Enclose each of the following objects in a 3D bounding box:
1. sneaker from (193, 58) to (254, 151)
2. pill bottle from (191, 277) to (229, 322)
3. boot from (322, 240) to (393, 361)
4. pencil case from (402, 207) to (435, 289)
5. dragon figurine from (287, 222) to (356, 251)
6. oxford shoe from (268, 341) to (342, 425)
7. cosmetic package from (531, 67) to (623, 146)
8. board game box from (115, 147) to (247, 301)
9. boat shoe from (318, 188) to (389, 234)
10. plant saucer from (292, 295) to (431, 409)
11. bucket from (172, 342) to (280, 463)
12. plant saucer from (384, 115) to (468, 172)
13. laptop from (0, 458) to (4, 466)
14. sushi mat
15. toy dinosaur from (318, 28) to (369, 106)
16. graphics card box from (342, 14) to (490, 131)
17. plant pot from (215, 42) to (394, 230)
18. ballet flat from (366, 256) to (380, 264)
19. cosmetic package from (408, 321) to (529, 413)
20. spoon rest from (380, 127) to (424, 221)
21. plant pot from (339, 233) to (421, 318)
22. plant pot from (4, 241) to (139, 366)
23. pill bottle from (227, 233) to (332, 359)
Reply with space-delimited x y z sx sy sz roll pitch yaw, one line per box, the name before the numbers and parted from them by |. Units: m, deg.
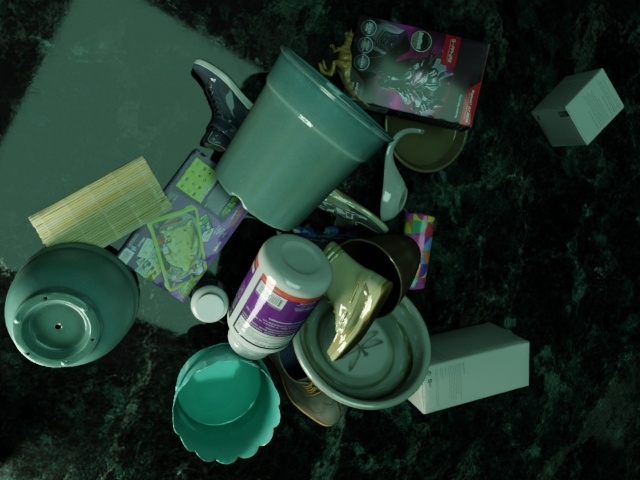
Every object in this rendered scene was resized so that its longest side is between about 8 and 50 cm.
sneaker | -0.269 -0.330 1.291 0.226 0.086 0.163 44 80 -19
pill bottle | -0.283 0.155 1.301 0.094 0.169 0.094 -1 95 -13
boot | 0.039 0.155 1.288 0.203 0.095 0.262 37 115 20
pencil case | 0.279 0.027 1.516 0.104 0.104 0.237 7 92 -19
dragon figurine | 0.000 0.000 1.363 0.143 0.289 0.085 9 93 24
oxford shoe | -0.043 0.399 1.434 0.130 0.132 0.364 -37 107 -11
cosmetic package | 0.805 -0.412 1.603 0.183 0.151 0.151 -44 108 -7
board game box | -0.342 -0.039 1.327 0.208 0.056 0.347 37 85 -15
boat shoe | 0.059 -0.079 1.429 0.285 0.103 0.092 31 92 -16
plant saucer | 0.105 0.280 1.419 0.399 0.101 0.401 10 53 -13
bucket | -0.253 0.413 1.341 0.280 0.183 0.282 -3 98 -19
plant saucer | 0.309 -0.341 1.507 0.277 0.041 0.278 -3 99 -18
laptop | -0.891 0.541 1.168 0.234 0.264 0.137 33 49 -20
sushi mat | -0.534 -0.067 1.244 0.316 0.019 0.152 -30 102 -4
toy dinosaur | 0.058 -0.447 1.320 0.112 0.064 0.212 -5 88 18
graphics card box | 0.254 -0.453 1.396 0.370 0.094 0.233 13 94 -1
plant pot | -0.059 -0.226 1.233 0.341 0.341 0.334 35 108 -19
ballet flat | 0.084 0.072 1.469 0.188 0.070 0.070 -9 100 -30
cosmetic package | 0.426 0.377 1.556 0.365 0.197 0.155 -7 101 -16
spoon rest | 0.214 -0.187 1.443 0.084 0.137 0.277 21 106 20
plant pot | 0.175 0.066 1.376 0.230 0.215 0.216 -27 108 -49
plant pot | -0.582 0.170 1.171 0.292 0.196 0.293 -3 105 -12
pill bottle | -0.113 0.149 1.239 0.181 0.182 0.323 18 129 -20
